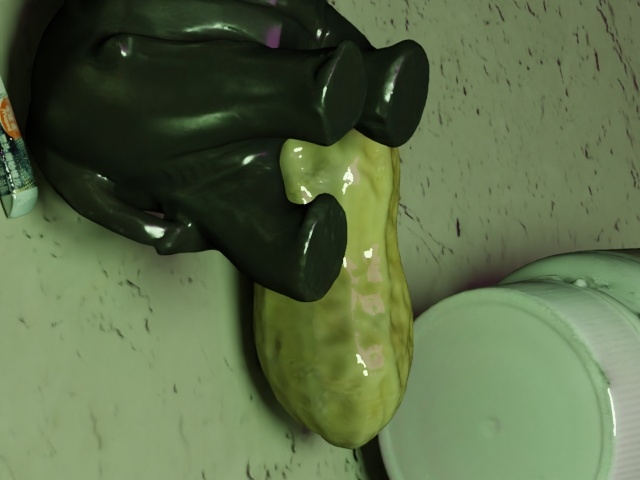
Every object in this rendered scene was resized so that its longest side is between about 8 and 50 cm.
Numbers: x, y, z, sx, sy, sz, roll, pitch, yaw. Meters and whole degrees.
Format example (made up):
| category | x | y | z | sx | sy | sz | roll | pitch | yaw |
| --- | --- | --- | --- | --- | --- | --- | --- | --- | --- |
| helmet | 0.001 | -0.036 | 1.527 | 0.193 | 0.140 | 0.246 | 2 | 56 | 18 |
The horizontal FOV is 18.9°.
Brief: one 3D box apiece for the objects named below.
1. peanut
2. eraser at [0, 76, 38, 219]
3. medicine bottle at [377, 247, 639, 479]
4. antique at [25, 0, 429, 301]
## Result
| category | x | y | z | sx | sy | sz | roll | pitch | yaw |
| --- | --- | --- | --- | --- | --- | --- | --- | --- | --- |
| peanut | 0.000 | 0.000 | 1.438 | 0.149 | 0.149 | 0.313 | -2 | 84 | -52 |
| eraser | -0.212 | -0.065 | 1.288 | 0.027 | 0.019 | 0.099 | -23 | 96 | -52 |
| medicine bottle | 0.216 | 0.134 | 1.561 | 0.325 | 0.256 | 0.256 | -2 | 80 | -54 |
| antique | -0.065 | -0.138 | 1.312 | 0.322 | 0.255 | 0.185 | -62 | 152 | -25 |
